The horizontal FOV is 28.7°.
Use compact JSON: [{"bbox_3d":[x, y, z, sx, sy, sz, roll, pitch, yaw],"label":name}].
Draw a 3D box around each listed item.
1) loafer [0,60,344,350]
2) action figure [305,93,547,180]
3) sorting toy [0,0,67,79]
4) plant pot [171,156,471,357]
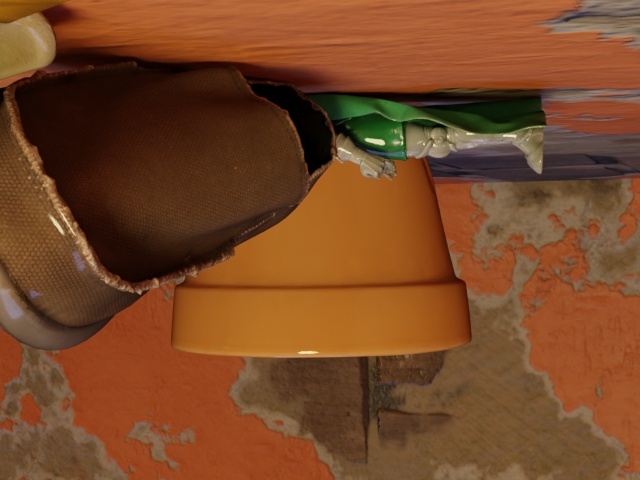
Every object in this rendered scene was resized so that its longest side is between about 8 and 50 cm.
[{"bbox_3d":[-0.082,-0.049,0.668,0.130,0.133,0.366,-28,-177,17],"label":"loafer"},{"bbox_3d":[0.039,-0.074,0.878,0.232,0.063,0.137,3,-176,8],"label":"action figure"},{"bbox_3d":[-0.227,-0.074,0.484,0.229,0.041,0.307,-1,180,-35],"label":"sorting toy"},{"bbox_3d":[0.000,0.000,1.212,0.291,0.203,0.291,-1,179,0],"label":"plant pot"}]
